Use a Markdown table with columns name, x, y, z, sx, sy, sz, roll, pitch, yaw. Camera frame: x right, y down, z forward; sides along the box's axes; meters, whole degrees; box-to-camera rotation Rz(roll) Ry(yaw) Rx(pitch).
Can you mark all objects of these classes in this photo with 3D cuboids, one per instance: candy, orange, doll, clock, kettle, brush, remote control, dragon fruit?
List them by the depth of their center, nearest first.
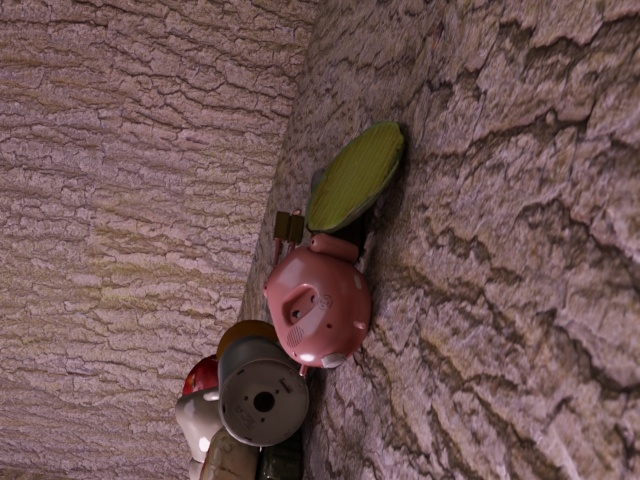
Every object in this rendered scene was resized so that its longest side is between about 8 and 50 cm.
| name | x | y | z | sx | sy | sz | roll | pitch | yaw |
| --- | --- | --- | --- | --- | --- | --- | --- | --- | --- |
| clock | -0.009 | 0.140 | 1.235 | 0.227 | 0.142 | 0.241 | -43 | 48 | 33 |
| candy | 0.041 | -0.043 | 1.436 | 0.234 | 0.104 | 0.102 | -92 | 23 | -50 |
| kettle | -0.141 | 0.332 | 1.539 | 0.318 | 0.205 | 0.265 | -177 | 109 | -80 |
| doll | -0.295 | 0.579 | 1.799 | 0.226 | 0.215 | 0.370 | -175 | 76 | -67 |
| orange | -0.212 | 0.352 | 1.922 | 0.236 | 0.236 | 0.236 | -167 | 90 | -79 |
| remote control | -0.010 | -0.146 | 1.944 | 0.229 | 0.044 | 0.073 | -88 | 18 | -45 |
| brush | -0.122 | 0.018 | 2.165 | 0.047 | 0.103 | 0.233 | 125 | 155 | -68 |
| dragon fruit | -0.340 | 0.554 | 2.176 | 0.295 | 0.296 | 0.301 | 115 | 144 | -46 |

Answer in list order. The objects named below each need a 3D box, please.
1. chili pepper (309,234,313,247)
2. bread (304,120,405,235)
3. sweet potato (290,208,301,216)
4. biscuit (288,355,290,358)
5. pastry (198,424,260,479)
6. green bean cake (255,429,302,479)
| name | x | y | z | sx | sy | sz | roll | pitch | yaw |
| --- | --- | --- | --- | --- | --- | --- | --- | --- | --- |
| chili pepper | 0.000 | 0.000 | 1.678 | 0.070 | 0.073 | 0.123 | 6 | 83 | 36 |
| bread | 0.075 | -0.132 | 1.297 | 0.301 | 0.045 | 0.301 | -43 | 25 | 26 |
| sweet potato | -0.112 | -0.061 | 2.367 | 0.179 | 0.044 | 0.044 | 116 | 163 | -52 |
| biscuit | -0.112 | 0.380 | 1.753 | 0.094 | 0.054 | 0.378 | -171 | 98 | -74 |
| pastry | -0.228 | 0.583 | 1.519 | 0.265 | 0.133 | 0.264 | -163 | 90 | -83 |
| green bean cake | -0.107 | 0.559 | 1.522 | 0.185 | 0.094 | 0.183 | -89 | 15 | -64 |
